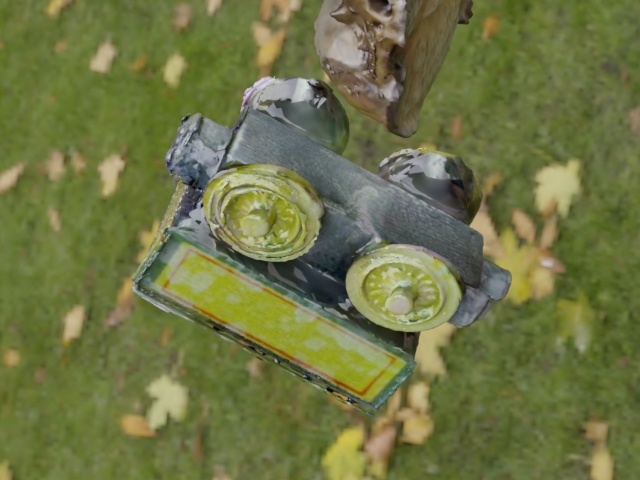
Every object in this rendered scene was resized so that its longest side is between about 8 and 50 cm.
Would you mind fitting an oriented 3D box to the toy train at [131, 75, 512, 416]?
[{"bbox_3d":[0.000,0.000,1.068,0.177,0.260,0.134,-52,14,43],"label":"toy train"}]

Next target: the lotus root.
[{"bbox_3d":[0.047,-0.184,0.703,0.329,0.078,0.167,-63,-16,-54],"label":"lotus root"}]
